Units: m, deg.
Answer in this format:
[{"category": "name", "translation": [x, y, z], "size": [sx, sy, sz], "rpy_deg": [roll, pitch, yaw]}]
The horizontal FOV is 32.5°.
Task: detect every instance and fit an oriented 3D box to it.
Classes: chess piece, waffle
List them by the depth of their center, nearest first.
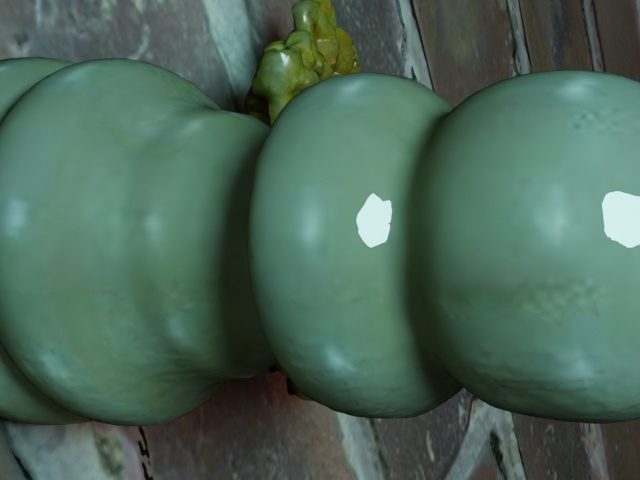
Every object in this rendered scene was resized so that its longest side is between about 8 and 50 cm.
[{"category": "chess piece", "translation": [0.000, 0.000, 0.453], "size": [0.182, 0.330, 0.182], "rpy_deg": [1, 89, -59]}, {"category": "waffle", "translation": [0.004, -0.032, 0.683], "size": [0.238, 0.059, 0.243], "rpy_deg": [-51, 137, -69]}]
